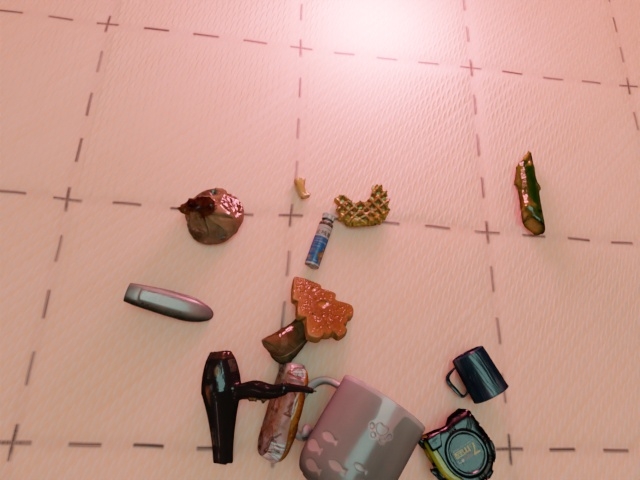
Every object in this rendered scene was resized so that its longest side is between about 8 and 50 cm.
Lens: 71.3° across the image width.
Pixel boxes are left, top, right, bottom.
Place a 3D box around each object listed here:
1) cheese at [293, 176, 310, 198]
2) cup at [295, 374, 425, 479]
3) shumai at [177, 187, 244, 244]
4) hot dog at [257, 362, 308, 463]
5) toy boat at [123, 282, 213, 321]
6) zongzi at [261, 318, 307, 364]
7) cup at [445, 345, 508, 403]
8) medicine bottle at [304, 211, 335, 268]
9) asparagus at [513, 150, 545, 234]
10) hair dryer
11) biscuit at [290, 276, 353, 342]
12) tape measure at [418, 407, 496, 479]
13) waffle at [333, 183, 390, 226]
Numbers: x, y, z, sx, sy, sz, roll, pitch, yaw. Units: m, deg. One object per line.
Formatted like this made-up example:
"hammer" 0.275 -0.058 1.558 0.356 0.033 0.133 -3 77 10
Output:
"cheese" -0.061 -0.180 1.532 0.044 0.030 0.083 -21 69 -8
"cup" 0.061 0.530 1.208 0.356 0.259 0.275 22 66 33
"shumai" -0.345 -0.094 1.416 0.201 0.120 0.202 2 69 -4
"hot dog" -0.099 0.473 1.237 0.075 0.144 0.268 26 75 -23
"toy boat" -0.447 0.189 1.331 0.260 0.085 0.078 18 70 -13
"zongzi" -0.087 0.258 1.301 0.081 0.178 0.189 27 66 30
"cup" 0.468 0.412 1.356 0.150 0.113 0.138 -24 74 -17
"medicine bottle" 0.000 0.000 1.467 0.051 0.051 0.191 19 70 -1
"asparagus" 0.756 -0.185 1.623 0.084 0.082 0.344 3 69 -3
"hair dryer" -0.170 0.441 1.189 0.359 0.120 0.304 -11 75 26
"biscuit" -0.010 0.207 1.368 0.212 0.041 0.239 -24 65 -43
"tape measure" 0.393 0.607 1.281 0.198 0.112 0.186 -27 69 -10
"waffle" 0.145 -0.117 1.529 0.193 0.051 0.149 -6 72 -5
